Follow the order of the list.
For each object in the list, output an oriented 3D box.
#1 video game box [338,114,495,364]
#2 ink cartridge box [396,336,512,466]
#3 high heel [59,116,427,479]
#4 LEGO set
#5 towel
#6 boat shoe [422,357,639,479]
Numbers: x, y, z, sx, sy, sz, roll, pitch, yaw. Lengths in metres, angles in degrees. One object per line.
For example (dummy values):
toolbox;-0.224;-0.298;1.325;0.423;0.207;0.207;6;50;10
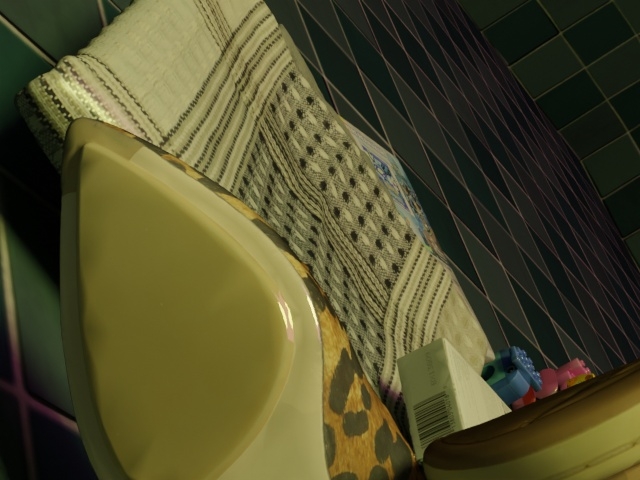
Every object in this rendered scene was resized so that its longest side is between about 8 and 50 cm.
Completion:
video game box;0.036;-0.002;0.994;0.205;0.048;0.187;29;35;-61
ink cartridge box;0.080;0.104;0.680;0.115;0.029;0.063;48;23;-39
high heel;-0.009;0.078;0.528;0.261;0.093;0.186;59;5;11
LEGO set;0.188;0.138;1.103;0.087;0.093;0.227;51;17;-24
towel;0.000;0.000;0.720;0.312;0.056;0.324;54;18;-13
boat shoe;0.127;0.107;0.522;0.110;0.122;0.341;70;12;16
